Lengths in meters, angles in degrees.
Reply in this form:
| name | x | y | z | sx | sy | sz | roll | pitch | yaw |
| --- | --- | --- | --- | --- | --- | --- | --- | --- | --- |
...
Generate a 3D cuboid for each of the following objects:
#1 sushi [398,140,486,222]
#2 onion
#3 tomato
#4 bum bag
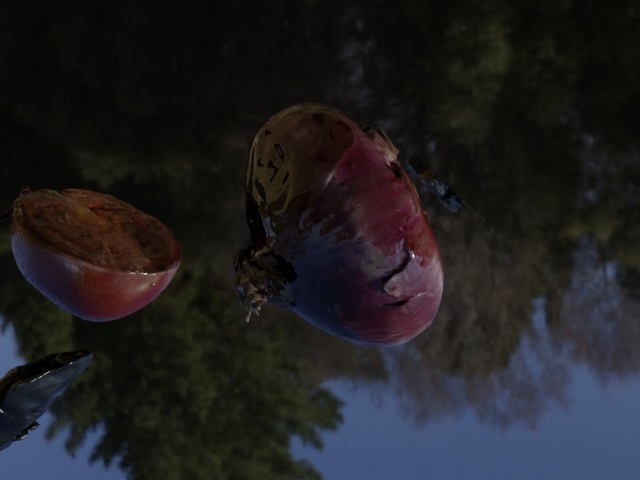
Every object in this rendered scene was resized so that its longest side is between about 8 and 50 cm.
| name | x | y | z | sx | sy | sz | roll | pitch | yaw |
| --- | --- | --- | --- | --- | --- | --- | --- | --- | --- |
| sushi | 0.215 | -0.089 | 2.303 | 0.031 | 0.201 | 0.139 | -47 | -149 | 4 |
| onion | 0.000 | 0.000 | 1.684 | 0.285 | 0.347 | 0.348 | -31 | -158 | -15 |
| tomato | -0.367 | 0.042 | 2.043 | 0.309 | 0.170 | 0.309 | 20 | -159 | -8 |
| bum bag | -0.441 | 0.247 | 1.812 | 0.310 | 0.074 | 0.137 | -44 | 161 | 31 |
